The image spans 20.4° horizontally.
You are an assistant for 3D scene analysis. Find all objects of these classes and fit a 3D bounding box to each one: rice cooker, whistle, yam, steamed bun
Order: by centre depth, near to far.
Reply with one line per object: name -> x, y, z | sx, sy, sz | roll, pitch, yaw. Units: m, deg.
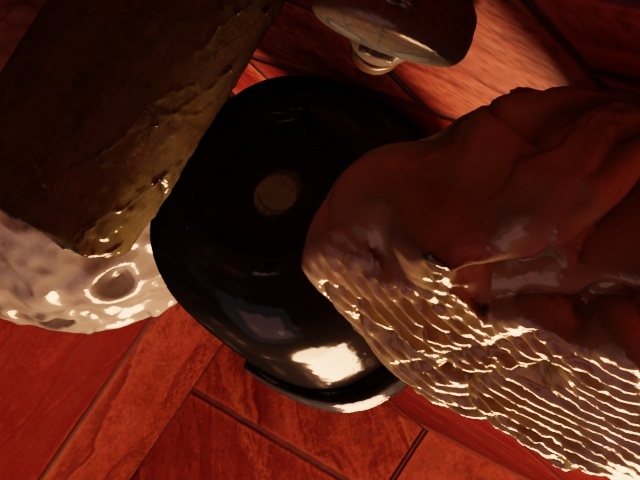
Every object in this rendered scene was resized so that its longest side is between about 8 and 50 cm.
steamed bun -> 0.169, 0.013, 1.112 | 0.320, 0.206, 0.275 | 35, 156, -1
whistle -> 0.047, -0.146, 1.175 | 0.107, 0.057, 0.220 | 20, 175, 0
yam -> -0.147, -0.129, 1.338 | 0.161, 0.268, 0.161 | 31, -179, -1
rice cooker -> 0.000, 0.000, 1.496 | 0.267, 0.267, 0.224 | 29, 167, 29

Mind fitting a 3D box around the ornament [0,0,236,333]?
ornament -> -0.234, -0.071, 1.665 | 0.337, 0.337, 0.337 | 33, 171, 6
